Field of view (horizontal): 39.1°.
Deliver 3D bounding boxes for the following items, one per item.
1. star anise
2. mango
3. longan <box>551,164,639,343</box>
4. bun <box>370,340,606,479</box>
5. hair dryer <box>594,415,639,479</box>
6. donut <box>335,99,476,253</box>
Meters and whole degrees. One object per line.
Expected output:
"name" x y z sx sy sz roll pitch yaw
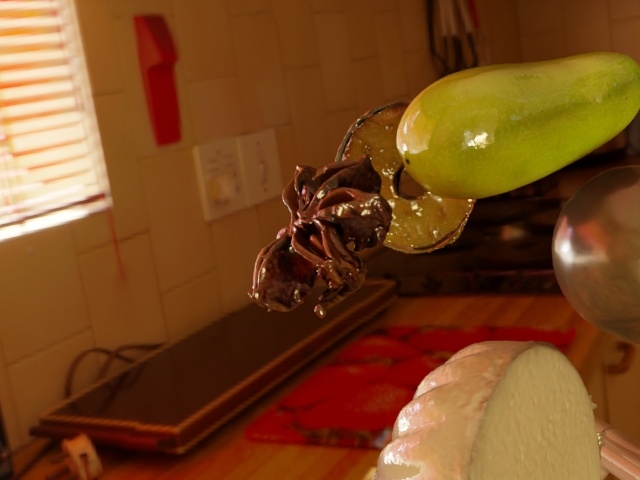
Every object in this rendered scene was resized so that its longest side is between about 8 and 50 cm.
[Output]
"star anise" 0.000 0.000 1.087 0.190 0.126 0.220 9 61 45
"mango" 0.233 -0.140 1.062 0.293 0.143 0.175 -17 -27 8
"longan" 0.362 0.015 1.034 0.196 0.196 0.220 -3 -30 27
"bun" 0.128 0.216 0.818 0.175 0.263 0.263 -3 12 39
"hair dryer" 0.341 0.344 1.158 0.053 0.220 0.195 17 8 -37
"donut" 0.159 -0.116 1.523 0.272 0.272 0.107 -4 22 24
